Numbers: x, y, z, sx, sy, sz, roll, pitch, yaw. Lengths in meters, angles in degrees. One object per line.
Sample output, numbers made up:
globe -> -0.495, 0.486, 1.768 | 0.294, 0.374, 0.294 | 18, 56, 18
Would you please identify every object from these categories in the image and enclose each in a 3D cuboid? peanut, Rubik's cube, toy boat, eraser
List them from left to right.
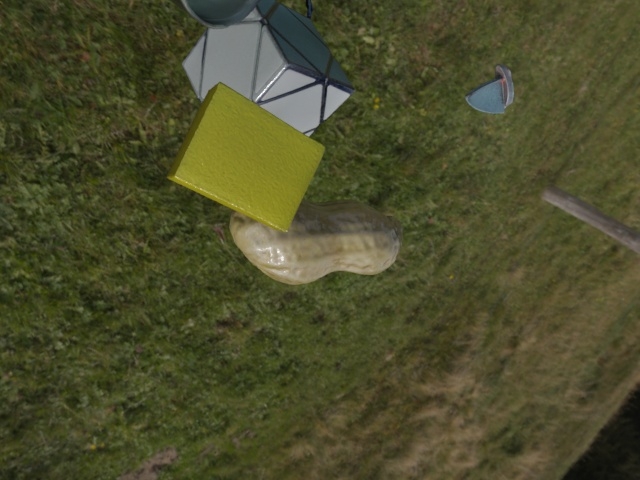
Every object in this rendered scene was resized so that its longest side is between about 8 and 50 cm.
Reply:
eraser -> -0.069, -0.076, 0.487 | 0.122, 0.045, 0.097 | 26, 82, -24
Rubik's cube -> -0.101, -0.309, 0.957 | 0.207, 0.205, 0.205 | -38, 159, 32
peanut -> 0.000, 0.000, 0.680 | 0.256, 0.124, 0.124 | 7, 118, -29
toy boat -> 0.327, -0.284, 0.998 | 0.122, 0.034, 0.096 | -29, 117, -19

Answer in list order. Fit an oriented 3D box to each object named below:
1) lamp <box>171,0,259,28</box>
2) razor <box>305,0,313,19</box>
lamp -> -0.177, -0.338, 0.522 | 0.147, 0.227, 0.172 | -49, 158, -24
razor -> -0.037, -0.522, 1.072 | 0.028, 0.155, 0.044 | -16, 172, 9
